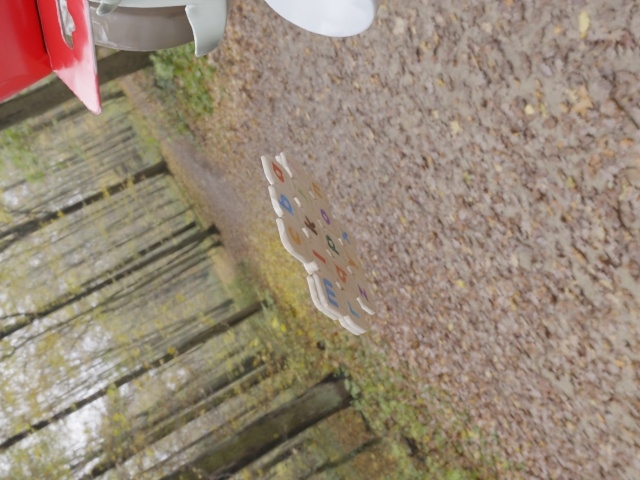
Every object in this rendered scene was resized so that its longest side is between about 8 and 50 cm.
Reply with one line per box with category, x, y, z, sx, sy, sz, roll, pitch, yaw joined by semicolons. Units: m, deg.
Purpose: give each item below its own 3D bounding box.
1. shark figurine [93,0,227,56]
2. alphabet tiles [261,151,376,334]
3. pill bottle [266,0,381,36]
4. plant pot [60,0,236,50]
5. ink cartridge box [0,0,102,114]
shark figurine;-0.163;-0.243;0.482;0.166;0.278;0.116;126;136;-59
alphabet tiles;0.000;0.000;0.917;0.278;0.021;0.284;41;-153;-51
pill bottle;0.048;-0.484;0.832;0.204;0.361;0.204;19;168;4
plant pot;-0.211;-0.424;0.663;0.323;0.323;0.280;60;151;8
ink cartridge box;-0.225;-0.161;0.322;0.231;0.078;0.134;42;150;10
